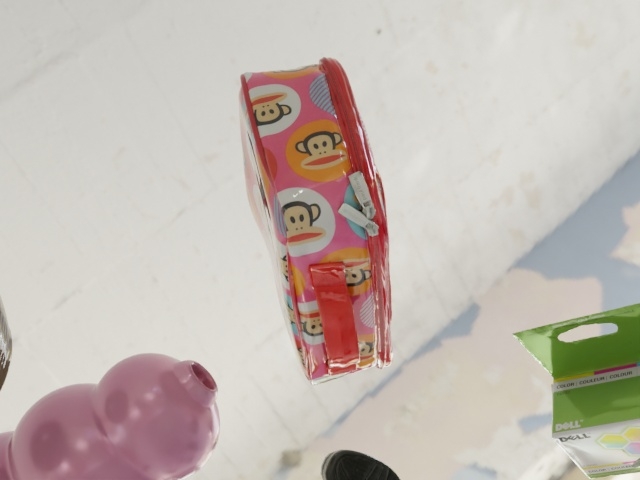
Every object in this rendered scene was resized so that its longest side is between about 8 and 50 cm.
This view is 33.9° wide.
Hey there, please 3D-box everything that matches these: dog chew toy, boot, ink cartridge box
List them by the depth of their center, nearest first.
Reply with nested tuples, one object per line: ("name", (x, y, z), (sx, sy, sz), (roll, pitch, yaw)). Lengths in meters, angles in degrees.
("dog chew toy", (-0.234, 0.236, 1.027), (0.332, 0.206, 0.207), (-42, -33, 10))
("ink cartridge box", (0.386, 0.204, 1.376), (0.255, 0.189, 0.097), (45, -139, -37))
("boot", (0.059, 0.362, 1.480), (0.236, 0.179, 0.085), (37, -109, -24))

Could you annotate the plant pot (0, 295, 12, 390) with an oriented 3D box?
("plant pot", (-0.346, 0.100, 0.902), (0.237, 0.237, 0.110), (-52, -49, 2))

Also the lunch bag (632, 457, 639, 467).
("lunch bag", (0.433, 0.167, 0.945), (0.169, 0.287, 0.235), (113, 176, -56))

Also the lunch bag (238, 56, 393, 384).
("lunch bag", (0.000, 0.000, 1.009), (0.120, 0.258, 0.293), (-12, -38, -4))
